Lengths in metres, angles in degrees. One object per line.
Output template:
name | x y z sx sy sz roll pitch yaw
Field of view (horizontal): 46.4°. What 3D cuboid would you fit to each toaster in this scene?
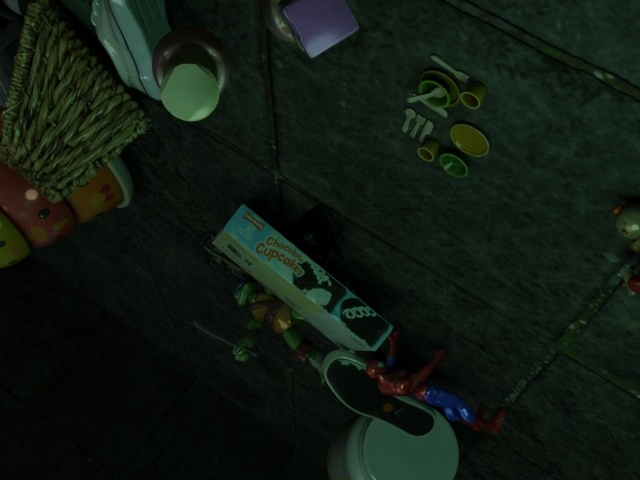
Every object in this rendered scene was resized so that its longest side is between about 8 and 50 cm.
toaster | -0.583 -0.334 1.357 0.227 0.129 0.146 28 153 26

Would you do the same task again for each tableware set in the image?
tableware set | 0.138 -0.125 0.807 0.104 0.024 0.154 35 157 7

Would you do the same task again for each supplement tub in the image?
supplement tub | 0.154 0.475 1.631 0.235 0.235 0.325 37 157 4

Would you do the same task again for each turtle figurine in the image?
turtle figurine | -0.082 0.157 1.444 0.266 0.198 0.275 28 159 15

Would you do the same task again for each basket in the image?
basket | -0.403 -0.209 1.104 0.223 0.213 0.299 49 180 -24

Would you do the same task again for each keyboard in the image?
keyboard | 0.000 0.000 1.253 0.100 0.038 0.192 64 157 1

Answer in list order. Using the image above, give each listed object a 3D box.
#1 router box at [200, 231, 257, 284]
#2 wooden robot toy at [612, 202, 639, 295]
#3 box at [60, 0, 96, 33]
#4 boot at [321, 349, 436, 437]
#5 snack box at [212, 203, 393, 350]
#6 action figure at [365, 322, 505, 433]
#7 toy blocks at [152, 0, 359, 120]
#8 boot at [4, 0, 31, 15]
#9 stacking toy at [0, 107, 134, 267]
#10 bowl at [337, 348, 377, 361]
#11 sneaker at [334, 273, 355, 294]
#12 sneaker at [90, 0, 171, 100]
router box | -0.190 0.044 1.593 0.122 0.038 0.092 30 156 19
wooden robot toy | 0.313 -0.005 0.718 0.079 0.076 0.173 44 159 14
box | -0.301 -0.326 1.066 0.207 0.036 0.114 43 157 -11
boot | 0.101 0.259 1.420 0.244 0.088 0.176 34 -166 -15
snack box | -0.040 0.073 1.295 0.322 0.060 0.187 40 165 -7
action figure | 0.204 0.237 1.327 0.280 0.139 0.091 23 161 -24
toy blocks | -0.047 -0.289 0.594 0.289 0.309 0.260 62 -178 -23
boot | -0.465 -0.421 1.054 0.123 0.095 0.258 34 159 -8
stacking toy | -0.652 -0.057 1.521 0.350 0.480 0.351 32 157 15
bowl | 0.090 0.282 1.552 0.142 0.053 0.142 69 160 7
sneaker | 0.033 0.074 1.337 0.083 0.031 0.035 18 125 50
sneaker | -0.249 -0.288 0.940 0.091 0.094 0.258 12 137 18
